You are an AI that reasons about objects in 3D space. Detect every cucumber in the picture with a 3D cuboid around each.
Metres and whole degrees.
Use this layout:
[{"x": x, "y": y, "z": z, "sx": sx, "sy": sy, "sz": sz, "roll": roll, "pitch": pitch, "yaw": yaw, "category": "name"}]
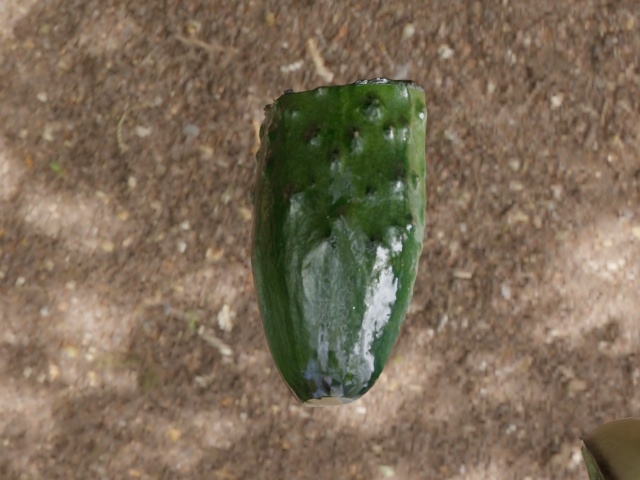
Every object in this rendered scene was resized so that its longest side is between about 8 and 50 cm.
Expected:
[{"x": 0.000, "y": 0.000, "z": 0.410, "sx": 0.067, "sy": 0.107, "sz": 0.035, "roll": -9, "pitch": 161, "yaw": 34, "category": "cucumber"}]

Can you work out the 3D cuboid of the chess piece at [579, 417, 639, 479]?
[{"x": 0.247, "y": 0.054, "z": 0.375, "sx": 0.307, "sy": 0.139, "sz": 0.124, "roll": -27, "pitch": 91, "yaw": 4, "category": "chess piece"}]
